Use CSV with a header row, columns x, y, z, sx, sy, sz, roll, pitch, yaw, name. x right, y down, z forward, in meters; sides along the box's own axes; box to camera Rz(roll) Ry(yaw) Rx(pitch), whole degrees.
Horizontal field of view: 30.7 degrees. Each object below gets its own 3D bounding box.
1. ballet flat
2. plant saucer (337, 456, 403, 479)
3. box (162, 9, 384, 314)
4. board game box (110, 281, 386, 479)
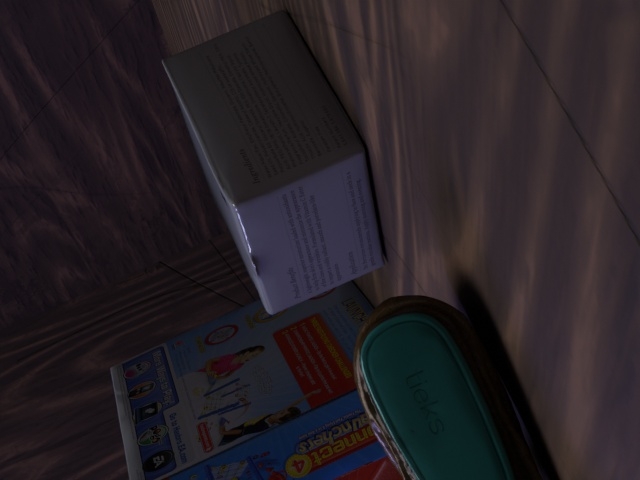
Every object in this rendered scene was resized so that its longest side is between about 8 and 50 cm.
x,y,z,sx,sy,sz,roll,pitch,yaw,name
0.117,0.196,0.794,0.342,0.116,0.124,66,-166,4,ballet flat
0.019,0.309,1.409,0.047,0.259,0.258,28,-172,-19,plant saucer
-0.039,-0.066,1.022,0.181,0.119,0.182,76,168,-56,box
-0.064,0.169,1.269,0.308,0.302,0.086,-127,14,-68,board game box
